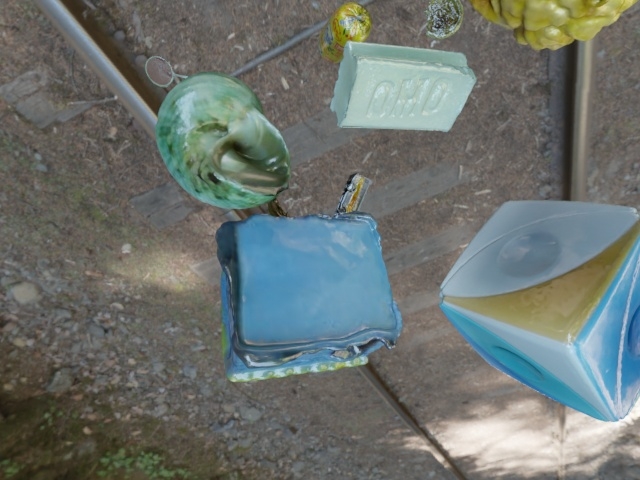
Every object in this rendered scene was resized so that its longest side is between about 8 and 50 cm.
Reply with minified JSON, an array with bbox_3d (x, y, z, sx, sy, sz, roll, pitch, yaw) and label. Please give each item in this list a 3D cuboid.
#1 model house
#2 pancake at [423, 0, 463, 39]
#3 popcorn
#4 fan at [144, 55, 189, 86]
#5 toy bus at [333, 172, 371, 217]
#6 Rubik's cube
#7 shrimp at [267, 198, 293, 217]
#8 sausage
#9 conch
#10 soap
[{"bbox_3d":[-0.044,0.111,0.649,0.236,0.216,0.303,-3,154,-17],"label":"model house"},{"bbox_3d":[0.373,-0.682,1.233,0.116,0.022,0.130,-5,105,14],"label":"pancake"},{"bbox_3d":[0.441,-0.552,0.751,0.381,0.349,0.349,20,133,2],"label":"popcorn"},{"bbox_3d":[-0.437,-0.477,1.162,0.133,0.005,0.085,11,127,2],"label":"fan"},{"bbox_3d":[0.096,-0.120,1.262,0.072,0.057,0.172,22,88,0],"label":"toy bus"},{"bbox_3d":[0.537,0.139,0.930,0.351,0.347,0.352,44,77,-29],"label":"Rubik's cube"},{"bbox_3d":[0.000,0.000,0.818,0.168,0.077,0.317,-34,139,6],"label":"shrimp"},{"bbox_3d":[0.068,-0.646,1.285,0.123,0.347,0.124,-2,100,-13],"label":"sausage"},{"bbox_3d":[-0.126,-0.130,0.539,0.175,0.188,0.122,0,163,-2],"label":"conch"},{"bbox_3d":[0.124,-0.229,0.620,0.198,0.064,0.115,-4,143,-17],"label":"soap"}]
